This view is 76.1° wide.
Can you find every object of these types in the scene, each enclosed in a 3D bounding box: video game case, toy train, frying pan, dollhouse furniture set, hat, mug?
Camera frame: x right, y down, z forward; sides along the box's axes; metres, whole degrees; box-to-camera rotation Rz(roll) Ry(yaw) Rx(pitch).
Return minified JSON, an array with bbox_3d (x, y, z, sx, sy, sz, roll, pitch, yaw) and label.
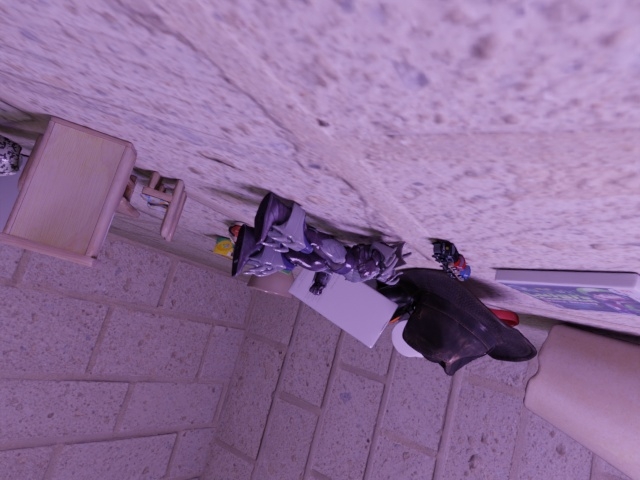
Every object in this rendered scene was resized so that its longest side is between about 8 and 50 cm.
[{"bbox_3d":[0.384,0.077,0.583,0.173,0.022,0.190,21,168,-26],"label":"video game case"},{"bbox_3d":[0.200,0.033,0.615,0.036,0.027,0.158,-2,162,27],"label":"toy train"},{"bbox_3d":[0.194,0.196,1.129,0.197,0.053,0.326,-31,148,16],"label":"frying pan"},{"bbox_3d":[-0.334,-0.047,0.606,0.211,0.161,0.242,18,169,-12],"label":"dollhouse furniture set"},{"bbox_3d":[0.255,0.195,0.850,0.331,0.134,0.331,39,168,10],"label":"hat"},{"bbox_3d":[0.408,0.203,1.059,0.169,0.150,0.113,28,-158,-33],"label":"mug"}]

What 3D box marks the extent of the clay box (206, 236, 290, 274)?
[{"bbox_3d":[-0.203,0.041,1.174,0.221,0.053,0.127,13,169,23],"label":"clay box"}]

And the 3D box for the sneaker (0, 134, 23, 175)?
[{"bbox_3d":[-0.610,-0.131,0.675,0.410,0.158,0.182,10,180,43],"label":"sneaker"}]

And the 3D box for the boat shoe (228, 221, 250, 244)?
[{"bbox_3d":[-0.181,-0.010,0.902,0.049,0.043,0.137,17,171,-15],"label":"boat shoe"}]

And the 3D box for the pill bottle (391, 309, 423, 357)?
[{"bbox_3d":[0.280,0.241,1.096,0.124,0.125,0.221,8,-176,35],"label":"pill bottle"}]

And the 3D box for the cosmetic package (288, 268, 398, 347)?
[{"bbox_3d":[0.053,0.136,0.952,0.231,0.117,0.085,34,175,13],"label":"cosmetic package"}]

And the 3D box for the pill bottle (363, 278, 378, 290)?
[{"bbox_3d":[0.118,0.122,1.087,0.065,0.065,0.116,16,169,1],"label":"pill bottle"}]

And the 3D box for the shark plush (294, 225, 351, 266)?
[{"bbox_3d":[0.000,0.000,0.749,0.161,0.073,0.067,-2,-161,-27],"label":"shark plush"}]

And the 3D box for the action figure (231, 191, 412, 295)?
[{"bbox_3d":[0.015,0.030,0.637,0.284,0.099,0.185,17,146,-29],"label":"action figure"}]

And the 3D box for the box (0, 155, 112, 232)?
[{"bbox_3d":[-0.671,-0.086,0.883,0.344,0.169,0.215,15,169,9],"label":"box"}]

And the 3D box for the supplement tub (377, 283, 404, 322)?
[{"bbox_3d":[0.185,0.191,1.243,0.106,0.106,0.197,6,166,43],"label":"supplement tub"}]

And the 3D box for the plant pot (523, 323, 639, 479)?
[{"bbox_3d":[0.642,0.343,0.897,0.305,0.334,0.333,22,175,38],"label":"plant pot"}]

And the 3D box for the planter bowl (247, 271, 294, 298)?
[{"bbox_3d":[-0.158,0.126,1.395,0.161,0.109,0.162,15,169,3],"label":"planter bowl"}]
